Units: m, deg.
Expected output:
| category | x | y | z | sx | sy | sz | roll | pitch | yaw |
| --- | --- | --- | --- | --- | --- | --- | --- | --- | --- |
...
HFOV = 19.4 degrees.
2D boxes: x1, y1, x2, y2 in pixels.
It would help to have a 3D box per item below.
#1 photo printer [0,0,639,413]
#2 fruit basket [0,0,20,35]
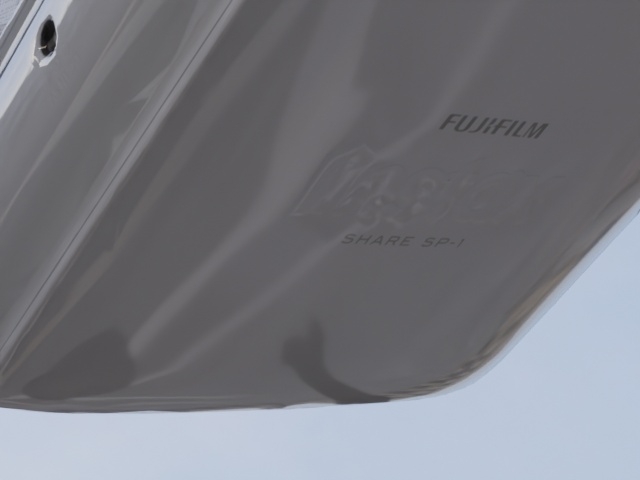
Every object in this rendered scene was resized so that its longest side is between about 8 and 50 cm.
| category | x | y | z | sx | sy | sz | roll | pitch | yaw |
| --- | --- | --- | --- | --- | --- | --- | --- | --- | --- |
| photo printer | 0.029 | -0.067 | 0.627 | 0.256 | 0.107 | 0.307 | 3 | -41 | -39 |
| fruit basket | -0.349 | -0.066 | 1.353 | 0.327 | 0.353 | 0.165 | -19 | -59 | 25 |
